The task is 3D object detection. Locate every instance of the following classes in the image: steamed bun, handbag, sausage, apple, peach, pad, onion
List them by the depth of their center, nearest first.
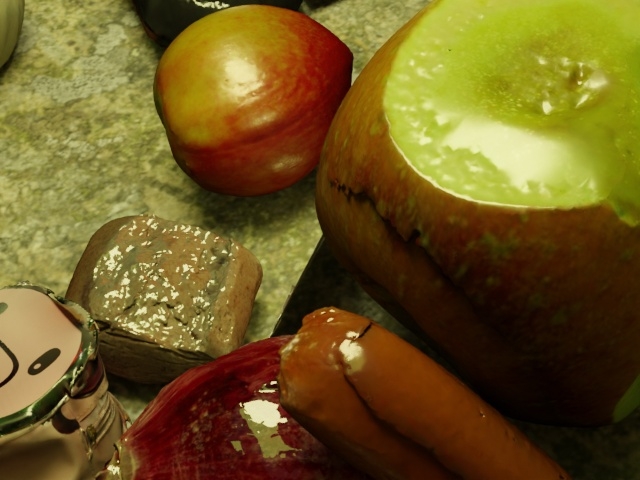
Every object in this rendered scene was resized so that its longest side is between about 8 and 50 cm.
[{"bbox_3d":[0.110,0.168,1.128,0.330,0.102,0.102,40,56,-9],"label":"sausage"},{"bbox_3d":[-0.028,0.164,1.197,0.283,0.120,0.227,0,55,-13],"label":"onion"},{"bbox_3d":[0.190,-0.046,1.224,0.374,0.374,0.384,-22,9,-8],"label":"apple"},{"bbox_3d":[-0.254,0.140,1.315,0.179,0.116,0.205,-35,37,-21],"label":"handbag"},{"bbox_3d":[0.000,0.000,1.393,0.004,0.156,0.232,28,54,1],"label":"pad"},{"bbox_3d":[-0.146,0.053,1.400,0.175,0.106,0.145,8,49,17],"label":"steamed bun"},{"bbox_3d":[-0.059,-0.136,1.509,0.197,0.197,0.197,-7,46,7],"label":"peach"}]

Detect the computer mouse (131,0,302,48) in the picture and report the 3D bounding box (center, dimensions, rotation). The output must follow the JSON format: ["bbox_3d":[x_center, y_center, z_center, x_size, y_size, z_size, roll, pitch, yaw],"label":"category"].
[{"bbox_3d":[-0.138,-0.314,1.742,0.183,0.116,0.323,-21,53,-11],"label":"computer mouse"}]

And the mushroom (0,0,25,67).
[{"bbox_3d":[-0.456,-0.266,1.710,0.234,0.254,0.260,-38,32,30],"label":"mushroom"}]
